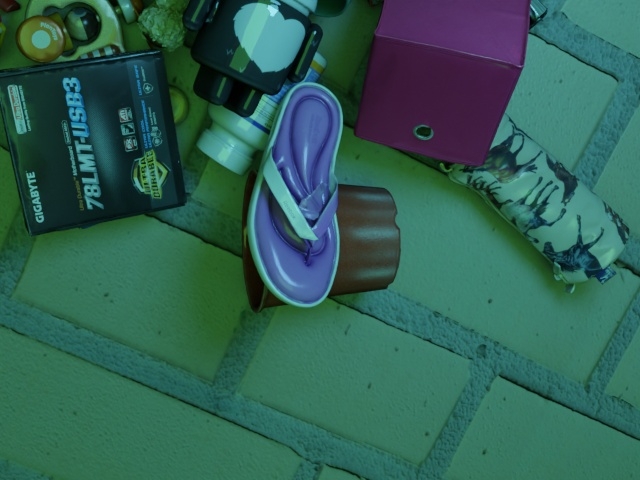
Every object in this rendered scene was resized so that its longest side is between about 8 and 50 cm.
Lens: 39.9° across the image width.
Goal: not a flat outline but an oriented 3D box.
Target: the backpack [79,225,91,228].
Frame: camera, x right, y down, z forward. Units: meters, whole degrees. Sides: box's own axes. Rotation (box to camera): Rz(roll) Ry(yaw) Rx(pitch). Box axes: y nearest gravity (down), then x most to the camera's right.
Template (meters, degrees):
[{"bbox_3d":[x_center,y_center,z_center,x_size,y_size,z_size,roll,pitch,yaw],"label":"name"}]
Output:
[{"bbox_3d":[-0.437,-0.100,1.699,0.101,0.098,0.120,-21,106,2],"label":"backpack"}]

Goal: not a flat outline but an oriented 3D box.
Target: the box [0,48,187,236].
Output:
[{"bbox_3d":[-0.410,-0.180,1.591,0.293,0.073,0.296,-13,109,-21],"label":"box"}]

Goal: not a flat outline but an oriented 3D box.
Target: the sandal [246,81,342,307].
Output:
[{"bbox_3d":[-0.033,-0.094,1.523,0.169,0.102,0.416,7,72,-19],"label":"sandal"}]

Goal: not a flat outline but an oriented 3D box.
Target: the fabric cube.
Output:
[{"bbox_3d":[0.218,-0.328,1.571,0.254,0.258,0.259,14,56,2],"label":"fabric cube"}]

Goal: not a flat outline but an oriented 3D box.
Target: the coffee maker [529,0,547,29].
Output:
[{"bbox_3d":[0.324,-0.464,1.710,0.171,0.120,0.178,-30,103,26],"label":"coffee maker"}]

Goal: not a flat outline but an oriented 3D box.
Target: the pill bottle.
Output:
[{"bbox_3d":[-0.119,-0.266,1.673,0.152,0.152,0.272,32,97,-11],"label":"pill bottle"}]

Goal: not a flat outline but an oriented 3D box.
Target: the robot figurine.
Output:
[{"bbox_3d":[-0.114,-0.355,1.499,0.173,0.209,0.278,27,97,14],"label":"robot figurine"}]

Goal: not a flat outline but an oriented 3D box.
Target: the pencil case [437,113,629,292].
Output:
[{"bbox_3d":[0.428,-0.079,1.765,0.410,0.160,0.183,39,82,-12],"label":"pencil case"}]

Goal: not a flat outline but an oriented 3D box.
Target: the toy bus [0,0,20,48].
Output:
[{"bbox_3d":[-0.667,-0.406,1.606,0.191,0.202,0.104,22,129,-17],"label":"toy bus"}]

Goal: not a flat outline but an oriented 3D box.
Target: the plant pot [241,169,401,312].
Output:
[{"bbox_3d":[0.000,0.000,1.696,0.265,0.272,0.272,-1,102,-14],"label":"plant pot"}]

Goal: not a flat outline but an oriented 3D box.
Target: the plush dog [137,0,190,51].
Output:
[{"bbox_3d":[-0.261,-0.500,1.540,0.210,0.225,0.262,-37,92,-27],"label":"plush dog"}]

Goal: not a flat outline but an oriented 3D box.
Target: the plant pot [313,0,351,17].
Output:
[{"bbox_3d":[-0.008,-0.584,1.559,0.293,0.293,0.235,37,79,-12],"label":"plant pot"}]

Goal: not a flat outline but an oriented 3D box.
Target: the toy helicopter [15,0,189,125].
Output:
[{"bbox_3d":[-0.382,-0.356,1.659,0.355,0.140,0.235,40,86,-23],"label":"toy helicopter"}]

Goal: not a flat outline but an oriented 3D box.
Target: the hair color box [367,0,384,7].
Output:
[{"bbox_3d":[0.150,-0.524,1.678,0.167,0.053,0.093,-24,66,-1],"label":"hair color box"}]
